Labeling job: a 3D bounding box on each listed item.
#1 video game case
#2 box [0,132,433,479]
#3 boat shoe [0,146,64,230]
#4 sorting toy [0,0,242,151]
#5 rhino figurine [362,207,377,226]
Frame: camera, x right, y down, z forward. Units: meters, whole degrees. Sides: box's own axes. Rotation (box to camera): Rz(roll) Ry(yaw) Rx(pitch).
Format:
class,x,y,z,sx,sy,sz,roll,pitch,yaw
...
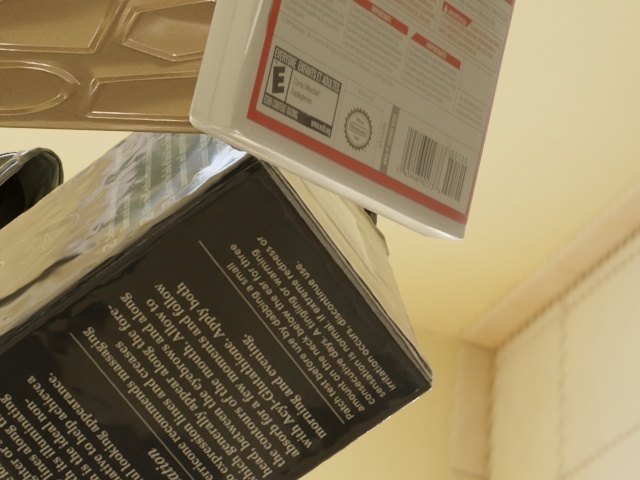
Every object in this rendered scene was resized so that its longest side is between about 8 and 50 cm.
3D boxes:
class,x,y,z,sx,sy,sz,roll,pitch,yaw
video game case,0.040,-0.158,0.761,0.025,0.204,0.285,9,83,32
box,-0.148,0.085,1.309,0.395,0.212,0.293,-35,18,8
boat shoe,-0.337,0.023,1.716,0.119,0.121,0.335,-26,37,32
sorting toy,-0.110,-0.100,0.879,0.193,0.208,0.038,136,136,-63
rhino figurine,0.000,0.000,1.735,0.243,0.073,0.106,10,-95,-70
